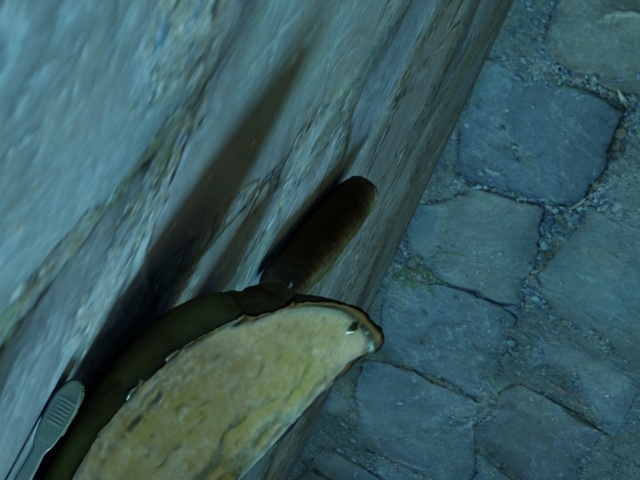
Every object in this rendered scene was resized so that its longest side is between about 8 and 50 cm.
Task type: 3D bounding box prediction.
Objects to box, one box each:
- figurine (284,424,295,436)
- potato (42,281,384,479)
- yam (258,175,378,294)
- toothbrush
[{"bbox_3d":[-0.070,0.120,0.859,0.111,0.102,0.195,-21,-149,44],"label":"figurine"},{"bbox_3d":[-0.097,0.097,0.712,0.261,0.100,0.120,-45,129,-20],"label":"potato"},{"bbox_3d":[0.000,0.000,1.153,0.046,0.046,0.264,-65,173,26],"label":"yam"},{"bbox_3d":[-0.162,0.152,0.620,0.194,0.014,0.017,-62,174,-4],"label":"toothbrush"}]
